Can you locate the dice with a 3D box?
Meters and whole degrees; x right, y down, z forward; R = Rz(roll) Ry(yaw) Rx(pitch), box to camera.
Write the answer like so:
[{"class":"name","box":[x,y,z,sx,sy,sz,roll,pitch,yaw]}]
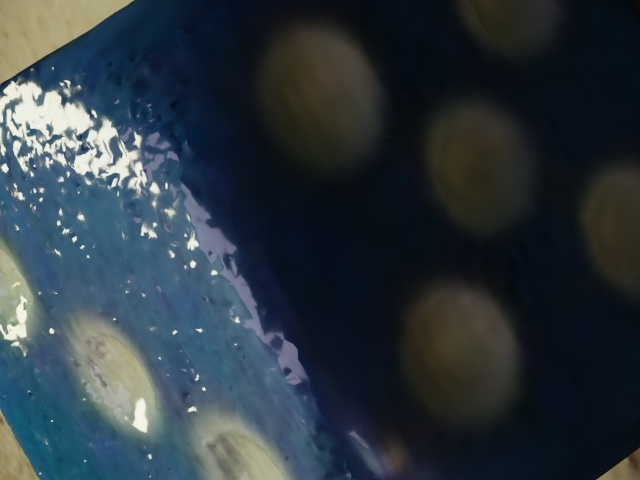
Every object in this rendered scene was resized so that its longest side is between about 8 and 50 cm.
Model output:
[{"class":"dice","box":[0.000,0.000,0.436,0.146,0.143,0.146,-23,98,54]}]
